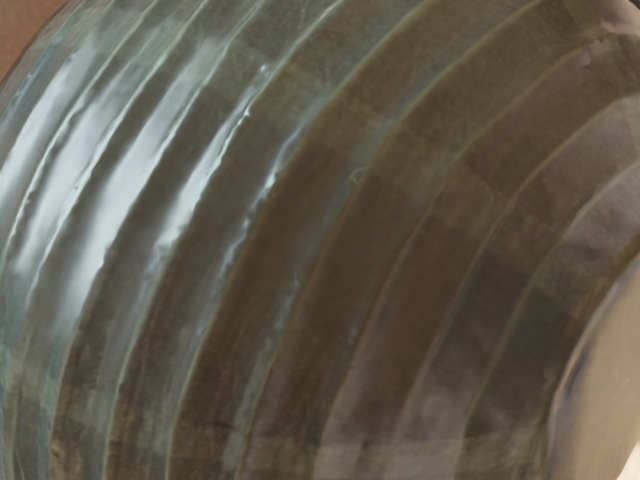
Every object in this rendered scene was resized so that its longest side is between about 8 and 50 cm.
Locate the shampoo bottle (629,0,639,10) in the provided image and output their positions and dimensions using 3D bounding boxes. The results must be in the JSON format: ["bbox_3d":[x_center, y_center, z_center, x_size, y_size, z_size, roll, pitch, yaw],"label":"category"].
[{"bbox_3d":[0.304,-0.205,1.411,0.080,0.079,0.246,-14,56,-9],"label":"shampoo bottle"}]

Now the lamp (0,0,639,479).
[{"bbox_3d":[0.000,0.000,0.506,0.233,0.233,0.265,30,67,20],"label":"lamp"}]
